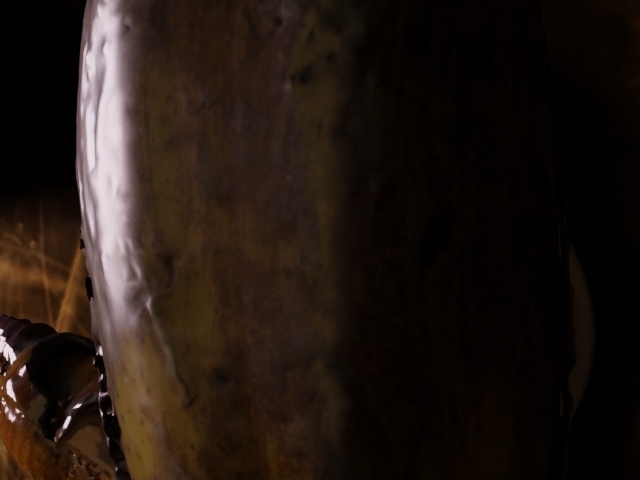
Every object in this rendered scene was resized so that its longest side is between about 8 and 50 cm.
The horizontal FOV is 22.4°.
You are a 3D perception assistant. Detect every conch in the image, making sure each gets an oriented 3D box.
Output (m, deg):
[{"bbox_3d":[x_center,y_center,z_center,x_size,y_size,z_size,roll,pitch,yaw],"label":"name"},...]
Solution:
[{"bbox_3d":[-0.084,0.102,0.783,0.233,0.080,0.086,20,130,34],"label":"conch"}]

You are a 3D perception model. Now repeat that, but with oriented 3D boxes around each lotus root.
[{"bbox_3d":[0.001,-0.011,0.646,0.196,0.179,0.397,-2,89,10],"label":"lotus root"}]

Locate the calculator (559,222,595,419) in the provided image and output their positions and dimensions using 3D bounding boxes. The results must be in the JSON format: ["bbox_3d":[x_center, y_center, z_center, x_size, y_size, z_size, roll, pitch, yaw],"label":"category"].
[{"bbox_3d":[0.000,0.000,0.772,0.295,0.042,0.184,41,106,21],"label":"calculator"}]
